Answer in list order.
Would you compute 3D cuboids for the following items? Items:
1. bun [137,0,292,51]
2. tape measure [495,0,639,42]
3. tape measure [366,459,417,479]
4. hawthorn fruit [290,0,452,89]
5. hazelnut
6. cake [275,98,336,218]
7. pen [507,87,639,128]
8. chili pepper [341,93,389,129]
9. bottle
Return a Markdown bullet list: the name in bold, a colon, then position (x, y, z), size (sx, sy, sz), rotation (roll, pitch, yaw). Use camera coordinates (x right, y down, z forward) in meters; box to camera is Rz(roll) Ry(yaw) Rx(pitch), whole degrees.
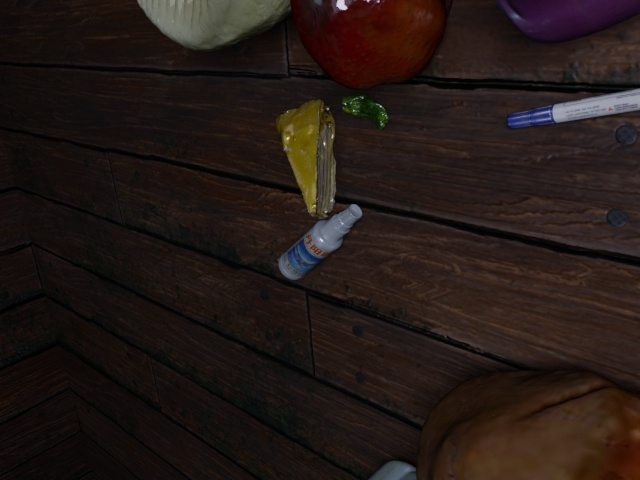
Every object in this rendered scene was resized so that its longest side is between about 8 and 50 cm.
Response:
- **bun**: position (-0.127, -0.445, 0.843), size (0.353, 0.227, 0.348), rotation (26, 125, 41)
- **tape measure**: position (0.222, -0.305, 0.547), size (0.149, 0.245, 0.231), rotation (-16, 86, 43)
- **tape measure**: position (0.185, 0.519, 1.073), size (0.246, 0.125, 0.243), rotation (2, 116, 47)
- **hawthorn fruit**: position (0.055, -0.287, 0.749), size (0.190, 0.251, 0.189), rotation (1, 91, 24)
- **hazelnut**: position (0.292, 0.326, 0.755), size (0.372, 0.315, 0.372), rotation (31, 160, 13)
- **cake**: position (0.005, -0.138, 0.990), size (0.116, 0.080, 0.184), rotation (-30, 77, 36)
- **pen**: position (0.308, -0.151, 0.699), size (0.204, 0.025, 0.025), rotation (-2, 108, 46)
- **chili pepper**: position (0.068, -0.197, 0.920), size (0.091, 0.034, 0.030), rotation (33, 162, 29)
- **bottle**: position (0.000, 0.000, 1.057), size (0.060, 0.060, 0.217), rotation (57, 137, 9)
